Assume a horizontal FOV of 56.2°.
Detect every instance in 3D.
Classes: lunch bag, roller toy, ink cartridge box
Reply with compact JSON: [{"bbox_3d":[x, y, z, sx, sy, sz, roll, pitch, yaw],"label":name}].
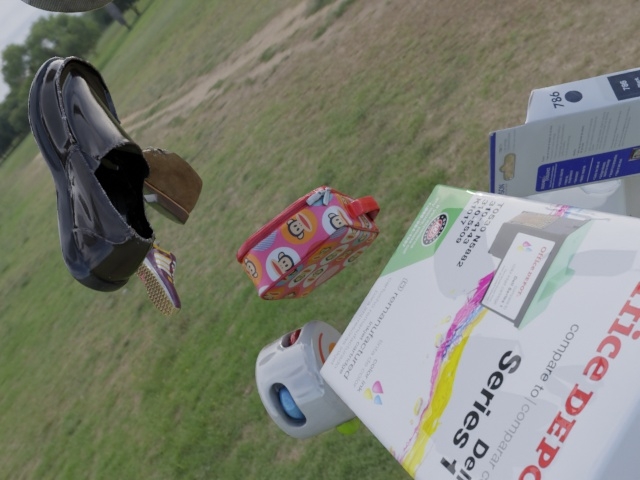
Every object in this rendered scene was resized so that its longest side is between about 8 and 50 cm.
[{"bbox_3d":[0.000,0.000,1.150,0.258,0.120,0.293,-38,-14,12],"label":"lunch bag"},{"bbox_3d":[-0.022,0.256,1.106,0.146,0.191,0.209,-30,48,20],"label":"roller toy"},{"bbox_3d":[0.139,0.083,0.413,0.201,0.117,0.278,-57,22,-3],"label":"ink cartridge box"},{"bbox_3d":[0.388,-0.147,0.809,0.332,0.165,0.065,-11,56,8],"label":"ink cartridge box"}]

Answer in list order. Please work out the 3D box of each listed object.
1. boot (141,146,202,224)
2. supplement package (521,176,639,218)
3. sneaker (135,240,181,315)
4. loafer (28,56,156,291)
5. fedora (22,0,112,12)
[{"bbox_3d":[-0.381,-0.166,1.281,0.112,0.305,0.115,11,65,49],"label":"boot"},{"bbox_3d":[0.501,-0.097,1.079,0.175,0.178,0.293,8,34,41],"label":"supplement package"},{"bbox_3d":[-0.310,0.066,1.190,0.083,0.185,0.070,-17,-33,-42],"label":"sneaker"},{"bbox_3d":[-0.181,-0.068,0.510,0.078,0.080,0.220,-26,73,21],"label":"loafer"},{"bbox_3d":[-0.362,-0.430,0.885,0.275,0.243,0.124,-45,-22,-32],"label":"fedora"}]
